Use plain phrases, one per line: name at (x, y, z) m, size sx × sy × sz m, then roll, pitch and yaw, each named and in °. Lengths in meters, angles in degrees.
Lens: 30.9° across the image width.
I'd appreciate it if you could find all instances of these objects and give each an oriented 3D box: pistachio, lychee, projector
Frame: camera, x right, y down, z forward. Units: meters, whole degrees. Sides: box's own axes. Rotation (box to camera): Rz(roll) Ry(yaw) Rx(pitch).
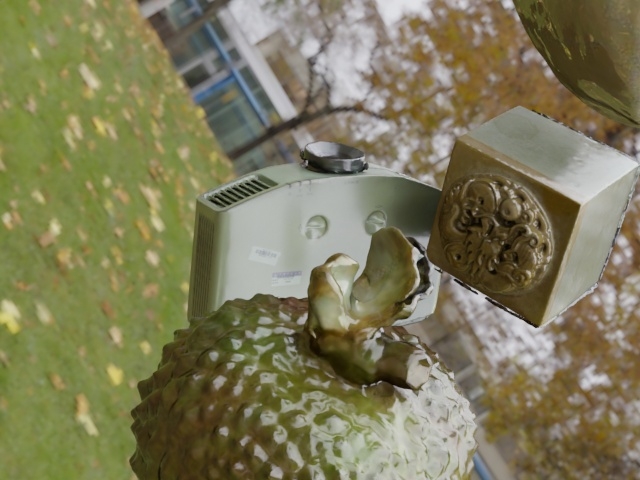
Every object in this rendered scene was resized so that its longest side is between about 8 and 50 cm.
pistachio at (0.189, -0.184, 0.717) m, size 0.153 × 0.138 × 0.238 m, roll -5°, pitch -61°, yaw 34°
lychee at (-0.012, 0.163, 0.906) m, size 0.270 × 0.270 × 0.320 m, roll 57°, pitch -36°, yaw 8°
projector at (0.000, 0.000, 1.166) m, size 0.088 × 0.269 × 0.193 m, roll 36°, pitch -56°, yaw 53°

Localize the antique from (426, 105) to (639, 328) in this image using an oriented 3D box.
antique at (0.197, -0.022, 1.116) m, size 0.147 × 0.148 × 0.152 m, roll 30°, pitch -53°, yaw 27°
